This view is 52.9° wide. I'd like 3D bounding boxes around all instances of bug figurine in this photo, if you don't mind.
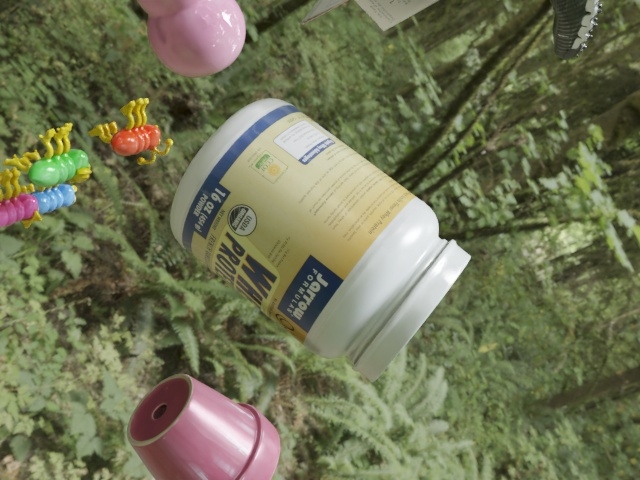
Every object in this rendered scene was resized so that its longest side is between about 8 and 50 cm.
[{"bbox_3d":[-0.341,-0.085,0.858,0.072,0.279,0.216,61,29,-5],"label":"bug figurine"}]

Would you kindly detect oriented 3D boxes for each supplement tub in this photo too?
[{"bbox_3d":[0.000,0.000,0.795,0.316,0.228,0.228,38,16,10],"label":"supplement tub"}]

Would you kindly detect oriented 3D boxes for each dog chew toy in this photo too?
[{"bbox_3d":[-0.284,-0.508,1.313,0.206,0.207,0.332,-90,164,-54],"label":"dog chew toy"}]

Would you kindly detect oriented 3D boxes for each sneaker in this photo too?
[{"bbox_3d":[0.280,-0.324,0.746,0.234,0.106,0.078,83,23,-43],"label":"sneaker"}]

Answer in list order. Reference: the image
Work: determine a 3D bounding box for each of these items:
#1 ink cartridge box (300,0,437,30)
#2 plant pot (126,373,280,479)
[{"bbox_3d":[0.132,-0.392,0.814,0.066,0.261,0.296,40,71,-22],"label":"ink cartridge box"},{"bbox_3d":[-0.194,0.314,1.006,0.180,0.201,0.201,53,21,-28],"label":"plant pot"}]
